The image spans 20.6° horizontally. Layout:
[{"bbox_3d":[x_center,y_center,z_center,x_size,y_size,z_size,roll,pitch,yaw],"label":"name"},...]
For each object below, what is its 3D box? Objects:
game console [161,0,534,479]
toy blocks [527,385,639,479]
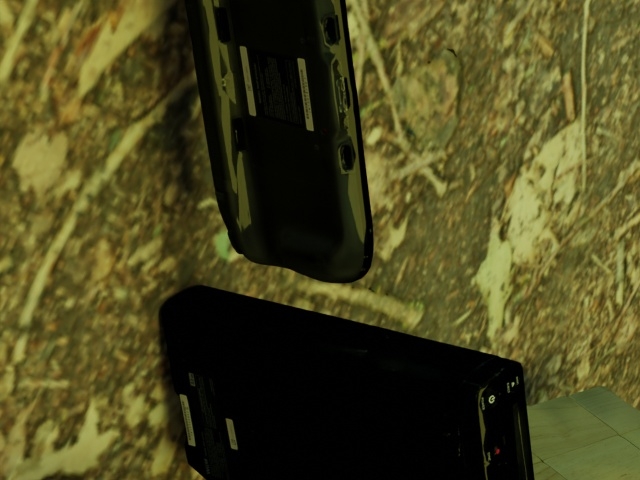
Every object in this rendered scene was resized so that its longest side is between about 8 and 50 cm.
[{"bbox_3d":[0.000,0.000,0.843,0.044,0.213,0.361,-28,119,-41],"label":"game console"},{"bbox_3d":[0.096,0.249,1.159,0.381,0.191,0.261,-9,128,-50],"label":"toy blocks"}]
